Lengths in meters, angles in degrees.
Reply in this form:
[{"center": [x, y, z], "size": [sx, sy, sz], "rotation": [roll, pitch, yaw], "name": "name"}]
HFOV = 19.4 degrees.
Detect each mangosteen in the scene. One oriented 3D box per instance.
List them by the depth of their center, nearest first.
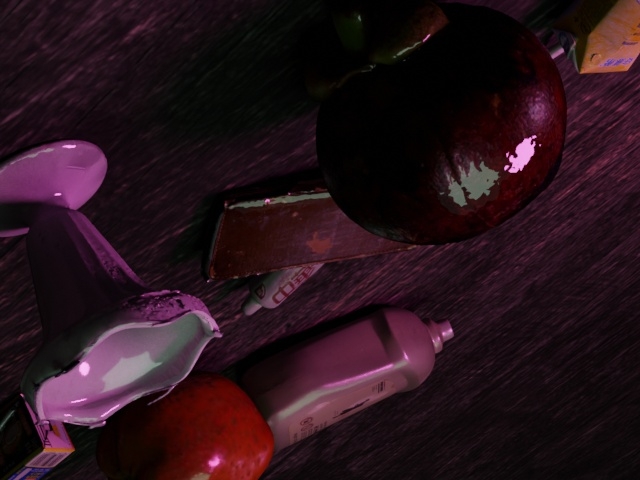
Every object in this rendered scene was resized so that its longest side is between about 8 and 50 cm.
[{"center": [0.096, -0.109, 1.541], "size": [0.216, 0.216, 0.216], "rotation": [-24, 157, -11], "name": "mangosteen"}]

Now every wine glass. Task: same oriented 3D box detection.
[{"center": [-0.191, 0.030, 1.504], "size": [0.165, 0.196, 0.165], "rotation": [-23, 158, -10], "name": "wine glass"}]

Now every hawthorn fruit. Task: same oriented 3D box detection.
[{"center": [-0.142, 0.226, 2.007], "size": [0.189, 0.189, 0.189], "rotation": [-24, 157, -11], "name": "hawthorn fruit"}]

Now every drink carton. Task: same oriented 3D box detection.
[{"center": [0.265, -0.202, 1.690], "size": [0.084, 0.074, 0.200], "rotation": [-9, 150, -37], "name": "drink carton"}, {"center": [-0.334, 0.230, 1.919], "size": [0.166, 0.071, 0.056], "rotation": [-39, 151, 23], "name": "drink carton"}]

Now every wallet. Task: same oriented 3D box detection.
[{"center": [0.002, -0.019, 1.788], "size": [0.232, 0.031, 0.122], "rotation": [-7, 142, -22], "name": "wallet"}]

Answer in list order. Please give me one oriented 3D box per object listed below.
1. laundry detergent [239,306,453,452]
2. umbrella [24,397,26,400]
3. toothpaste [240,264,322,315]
[{"center": [0.036, 0.152, 2.150], "size": [0.253, 0.091, 0.181], "rotation": [-24, 158, -12], "name": "laundry detergent"}, {"center": [-0.238, 0.144, 1.916], "size": [0.149, 0.022, 0.022], "rotation": [-12, -170, -34], "name": "umbrella"}, {"center": [0.000, 0.000, 1.861], "size": [0.233, 0.038, 0.060], "rotation": [-43, 146, 23], "name": "toothpaste"}]
